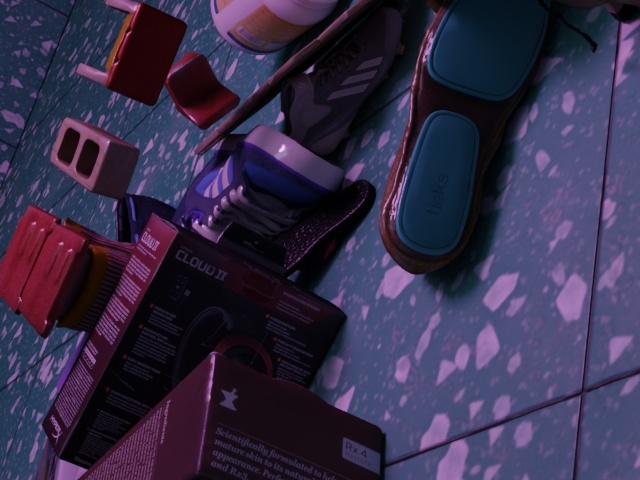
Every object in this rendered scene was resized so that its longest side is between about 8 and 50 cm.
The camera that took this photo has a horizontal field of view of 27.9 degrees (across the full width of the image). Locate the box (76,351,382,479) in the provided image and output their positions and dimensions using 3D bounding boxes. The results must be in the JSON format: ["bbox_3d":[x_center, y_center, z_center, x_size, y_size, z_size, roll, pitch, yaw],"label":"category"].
[{"bbox_3d":[-0.126,0.281,1.238,0.381,0.191,0.143,-45,28,37],"label":"box"}]

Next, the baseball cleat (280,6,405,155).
[{"bbox_3d":[0.021,-0.200,1.567,0.206,0.109,0.072,-63,36,12],"label":"baseball cleat"}]

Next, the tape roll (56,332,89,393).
[{"bbox_3d":[-0.212,0.180,1.530,0.080,0.189,0.189,-60,23,5],"label":"tape roll"}]

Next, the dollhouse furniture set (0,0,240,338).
[{"bbox_3d":[-0.194,-0.060,1.456,0.152,0.201,0.374,29,98,50],"label":"dollhouse furniture set"}]

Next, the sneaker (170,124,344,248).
[{"bbox_3d":[-0.101,-0.010,1.576,0.236,0.130,0.323,-62,20,-6],"label":"sneaker"}]

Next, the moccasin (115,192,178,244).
[{"bbox_3d":[-0.289,0.078,1.901,0.138,0.116,0.342,-44,31,37],"label":"moccasin"}]

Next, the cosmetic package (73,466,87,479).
[{"bbox_3d":[-0.254,0.348,1.513,0.117,0.085,0.231,-28,42,53],"label":"cosmetic package"}]

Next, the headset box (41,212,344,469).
[{"bbox_3d":[-0.129,0.125,1.377,0.293,0.218,0.110,-63,25,1],"label":"headset box"}]

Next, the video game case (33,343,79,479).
[{"bbox_3d":[-0.366,0.357,1.766,0.329,0.036,0.300,-95,23,-53],"label":"video game case"}]

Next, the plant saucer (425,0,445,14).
[{"bbox_3d":[0.165,-0.402,1.320,0.333,0.081,0.333,-61,-6,8],"label":"plant saucer"}]

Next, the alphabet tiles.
[{"bbox_3d":[-0.022,-0.228,1.647,0.342,0.011,0.285,-37,6,45],"label":"alphabet tiles"}]

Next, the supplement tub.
[{"bbox_3d":[-0.058,-0.365,1.874,0.199,0.144,0.144,-22,45,57],"label":"supplement tub"}]

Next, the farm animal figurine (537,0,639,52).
[{"bbox_3d":[0.265,-0.334,1.112,0.330,0.172,0.327,1,65,65],"label":"farm animal figurine"}]

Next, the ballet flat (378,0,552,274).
[{"bbox_3d":[0.134,-0.122,1.271,0.124,0.116,0.342,127,161,-74],"label":"ballet flat"}]

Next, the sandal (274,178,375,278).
[{"bbox_3d":[0.000,0.000,1.490,0.179,0.040,0.067,-37,36,18],"label":"sandal"}]
